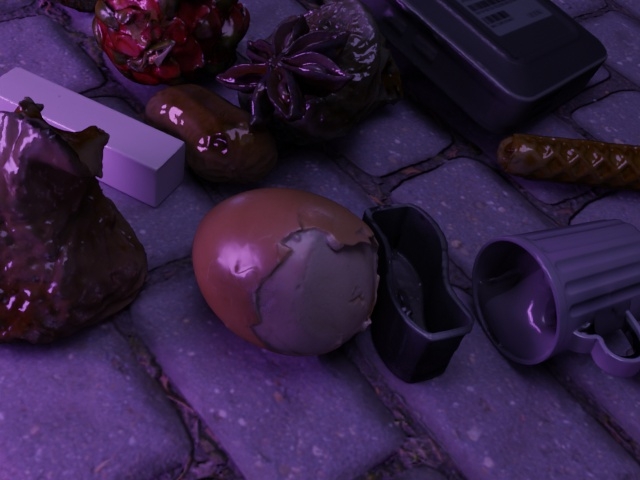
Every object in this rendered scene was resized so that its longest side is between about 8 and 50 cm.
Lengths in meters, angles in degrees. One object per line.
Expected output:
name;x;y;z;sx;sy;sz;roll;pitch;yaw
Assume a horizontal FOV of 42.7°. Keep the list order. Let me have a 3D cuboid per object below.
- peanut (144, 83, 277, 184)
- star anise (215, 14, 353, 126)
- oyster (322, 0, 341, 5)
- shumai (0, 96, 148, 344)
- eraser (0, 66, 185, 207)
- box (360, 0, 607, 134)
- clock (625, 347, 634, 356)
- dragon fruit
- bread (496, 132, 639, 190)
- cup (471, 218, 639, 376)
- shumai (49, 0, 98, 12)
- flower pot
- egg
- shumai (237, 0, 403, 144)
peanut;-0.171;-0.161;1.226;0.236;0.120;0.110;28;15;22
star anise;-0.041;-0.248;1.182;0.196;0.073;0.212;-35;47;-1
oyster;0.034;-0.525;1.596;0.110;0.166;0.341;-18;45;-29
shumai;-0.368;-0.037;0.961;0.314;0.262;0.267;-11;50;-19
eraser;-0.345;-0.154;1.200;0.298;0.078;0.076;25;47;12
box;0.288;-0.389;1.469;0.396;0.111;0.396;45;43;13
clock;0.570;0.178;1.064;0.324;0.109;0.265;28;48;14
dragon fruit;-0.235;-0.378;1.335;0.237;0.231;0.303;16;34;19
bread;0.469;-0.126;1.350;0.367;0.084;0.077;6;86;-9
cup;0.338;0.083;1.081;0.202;0.167;0.221;-12;73;-26
shumai;-0.455;-0.457;1.469;0.087;0.124;0.099;-3;56;41
flower pot;0.116;0.066;1.073;0.103;0.108;0.229;-2;49;-14
egg;-0.049;0.032;1.006;0.244;0.201;0.201;25;46;27
shumai;0.015;-0.240;1.328;0.260;0.222;0.225;-37;57;4
